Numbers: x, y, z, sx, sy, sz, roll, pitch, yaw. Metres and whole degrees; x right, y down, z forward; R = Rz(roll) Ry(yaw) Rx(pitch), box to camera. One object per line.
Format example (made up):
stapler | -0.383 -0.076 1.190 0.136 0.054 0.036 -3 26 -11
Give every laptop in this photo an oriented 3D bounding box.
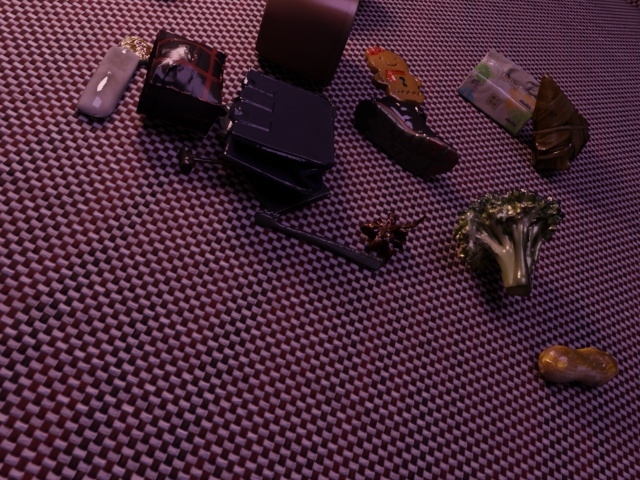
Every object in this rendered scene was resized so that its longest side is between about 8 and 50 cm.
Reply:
laptop | -0.073 -0.124 1.477 0.180 0.016 0.129 -23 69 -40

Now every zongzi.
zongzi | 0.704 -0.377 1.948 0.286 0.134 0.288 -39 122 -48

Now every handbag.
handbag | -0.106 -0.246 1.461 0.269 0.118 0.325 21 33 -13
handbag | -0.291 -0.340 1.429 0.170 0.155 0.215 19 45 -21

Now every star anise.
star anise | 0.171 -0.023 1.499 0.191 0.070 0.097 -26 68 -42

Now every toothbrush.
toothbrush | 0.000 0.000 1.411 0.298 0.030 0.030 22 38 -11

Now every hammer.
hammer | -0.159 -0.159 1.434 0.292 0.029 0.058 6 47 -21

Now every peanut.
peanut | 0.573 0.279 1.470 0.207 0.087 0.087 7 52 -22

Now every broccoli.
broccoli | 0.434 0.005 1.504 0.263 0.247 0.243 27 48 -39

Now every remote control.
remote control | -0.453 -0.347 1.419 0.073 0.044 0.229 18 51 -8

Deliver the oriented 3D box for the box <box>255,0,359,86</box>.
box | -0.034 -0.561 1.674 0.216 0.301 0.300 14 49 -9

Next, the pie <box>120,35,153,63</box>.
pie | -0.421 -0.441 1.530 0.085 0.020 0.084 15 49 -19

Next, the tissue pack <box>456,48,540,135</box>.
tissue pack | 0.560 -0.458 1.998 0.229 0.145 0.159 39 47 4

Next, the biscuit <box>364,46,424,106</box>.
biscuit | 0.213 -0.474 1.896 0.166 0.036 0.225 -2 56 -29

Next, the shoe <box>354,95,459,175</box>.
shoe | 0.228 -0.275 1.703 0.291 0.114 0.137 37 41 6
